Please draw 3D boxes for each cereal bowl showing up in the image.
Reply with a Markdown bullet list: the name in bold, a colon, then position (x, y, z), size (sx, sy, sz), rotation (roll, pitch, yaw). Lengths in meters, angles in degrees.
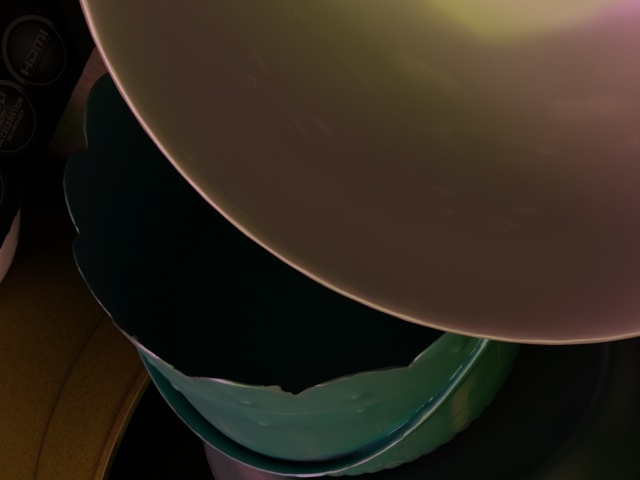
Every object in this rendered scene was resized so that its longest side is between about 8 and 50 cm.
- **cereal bowl**: position (0.072, -0.123, 0.549), size (0.339, 0.141, 0.339), rotation (16, 137, 15)

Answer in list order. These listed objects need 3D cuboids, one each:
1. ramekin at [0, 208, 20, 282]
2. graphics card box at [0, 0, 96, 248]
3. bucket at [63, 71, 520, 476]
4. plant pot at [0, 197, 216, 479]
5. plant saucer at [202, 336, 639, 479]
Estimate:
- **ramekin**: position (-0.386, -0.038, 1.019), size (0.277, 0.135, 0.277), rotation (12, 118, 23)
- **graphics card box**: position (-0.300, -0.166, 0.703), size (0.371, 0.232, 0.094), rotation (35, 153, -31)
- **bucket**: position (0.000, 0.000, 0.777), size (0.281, 0.281, 0.183), rotation (12, 154, 18)
- **plant pot**: position (-0.225, 0.114, 1.217), size (0.353, 0.366, 0.366), rotation (24, 162, 25)
- **plant saucer**: position (0.068, 0.077, 0.865), size (0.318, 0.317, 0.043), rotation (11, 147, 22)
